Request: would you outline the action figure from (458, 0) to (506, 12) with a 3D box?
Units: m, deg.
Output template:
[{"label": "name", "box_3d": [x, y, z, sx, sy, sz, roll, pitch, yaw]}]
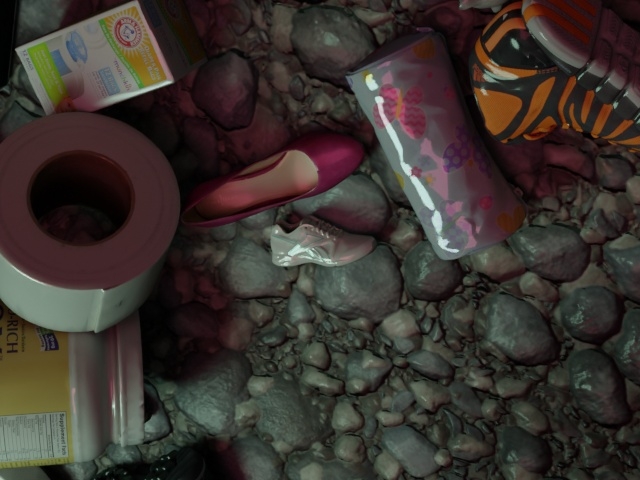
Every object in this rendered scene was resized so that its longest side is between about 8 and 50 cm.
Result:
[{"label": "action figure", "box_3d": [0.139, -0.398, 1.127, 0.341, 0.178, 0.330, -3, 103, 22]}]

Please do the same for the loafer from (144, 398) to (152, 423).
[{"label": "loafer", "box_3d": [-0.340, 0.241, 1.672, 0.170, 0.061, 0.062, 24, 119, 9]}]

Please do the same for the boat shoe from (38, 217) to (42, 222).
[{"label": "boat shoe", "box_3d": [-0.530, -0.127, 1.553, 0.103, 0.118, 0.320, -32, 103, 24]}]

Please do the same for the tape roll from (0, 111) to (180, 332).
[{"label": "tape roll", "box_3d": [-0.312, -0.021, 1.405, 0.246, 0.246, 0.169, 37, 152, 2]}]

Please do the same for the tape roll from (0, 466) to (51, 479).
[{"label": "tape roll", "box_3d": [-0.581, 0.488, 1.857, 0.392, 0.072, 0.392, 12, 119, 22]}]

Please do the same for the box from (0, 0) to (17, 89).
[{"label": "box", "box_3d": [-0.641, -0.443, 1.347, 0.471, 0.297, 0.480, 22, 120, 13]}]

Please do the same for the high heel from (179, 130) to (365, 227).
[{"label": "high heel", "box_3d": [-0.064, -0.073, 1.385, 0.244, 0.117, 0.082, -10, 109, 25]}]

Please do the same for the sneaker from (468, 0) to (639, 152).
[{"label": "sneaker", "box_3d": [0.306, -0.151, 1.215, 0.321, 0.125, 0.180, 35, 146, -14]}]

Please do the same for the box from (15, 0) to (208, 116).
[{"label": "box", "box_3d": [-0.265, -0.238, 1.397, 0.203, 0.103, 0.114, -14, 108, 26]}]

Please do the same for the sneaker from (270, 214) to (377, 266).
[{"label": "sneaker", "box_3d": [0.000, 0.000, 1.431, 0.152, 0.054, 0.061, -2, 110, 23]}]

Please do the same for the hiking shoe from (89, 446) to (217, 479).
[{"label": "hiking shoe", "box_3d": [-0.274, 0.424, 1.703, 0.304, 0.113, 0.132, -21, 116, 35]}]

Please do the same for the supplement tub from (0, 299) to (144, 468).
[{"label": "supplement tub", "box_3d": [-0.417, 0.194, 1.516, 0.331, 0.241, 0.241, -3, 116, -12]}]

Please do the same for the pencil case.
[{"label": "pencil case", "box_3d": [0.139, -0.112, 1.289, 0.124, 0.113, 0.273, -25, 103, 19]}]
